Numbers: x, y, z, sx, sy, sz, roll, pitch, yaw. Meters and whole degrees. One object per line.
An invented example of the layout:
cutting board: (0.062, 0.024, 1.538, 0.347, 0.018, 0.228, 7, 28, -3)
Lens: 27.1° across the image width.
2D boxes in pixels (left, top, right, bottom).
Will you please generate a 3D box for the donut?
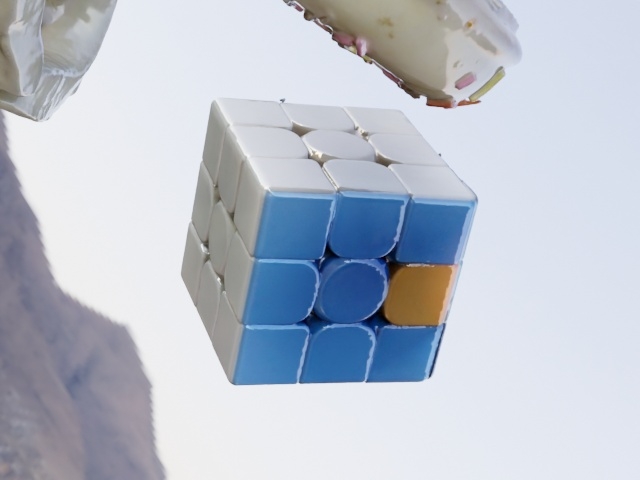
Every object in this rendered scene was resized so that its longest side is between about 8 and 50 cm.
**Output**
donut: (0.049, -0.285, 1.470, 0.383, 0.142, 0.382, 37, 8, -6)

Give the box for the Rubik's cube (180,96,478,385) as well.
Rubik's cube: (0.000, 0.000, 1.782, 0.291, 0.292, 0.290, -124, -141, -55)

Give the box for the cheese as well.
cheese: (-0.258, -0.249, 1.123, 0.153, 0.292, 0.332, 21, 15, 1)
